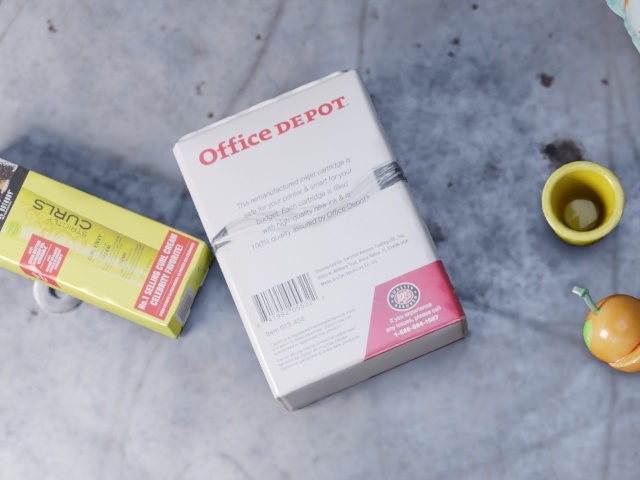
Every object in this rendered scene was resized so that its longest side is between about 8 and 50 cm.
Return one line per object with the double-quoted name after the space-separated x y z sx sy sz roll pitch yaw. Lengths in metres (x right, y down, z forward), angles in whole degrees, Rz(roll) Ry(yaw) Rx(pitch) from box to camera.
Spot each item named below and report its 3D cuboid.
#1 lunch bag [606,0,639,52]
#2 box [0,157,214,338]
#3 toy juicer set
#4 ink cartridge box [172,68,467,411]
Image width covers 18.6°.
0.331 -0.302 1.607 0.223 0.262 0.160 -20 35 2 "lunch bag"
-0.215 0.002 1.696 0.232 0.058 0.087 23 79 10 "box"
0.360 0.013 1.621 0.329 0.089 0.209 -11 76 3 "toy juicer set"
0.000 0.000 1.653 0.172 0.100 0.237 -23 77 0 "ink cartridge box"
